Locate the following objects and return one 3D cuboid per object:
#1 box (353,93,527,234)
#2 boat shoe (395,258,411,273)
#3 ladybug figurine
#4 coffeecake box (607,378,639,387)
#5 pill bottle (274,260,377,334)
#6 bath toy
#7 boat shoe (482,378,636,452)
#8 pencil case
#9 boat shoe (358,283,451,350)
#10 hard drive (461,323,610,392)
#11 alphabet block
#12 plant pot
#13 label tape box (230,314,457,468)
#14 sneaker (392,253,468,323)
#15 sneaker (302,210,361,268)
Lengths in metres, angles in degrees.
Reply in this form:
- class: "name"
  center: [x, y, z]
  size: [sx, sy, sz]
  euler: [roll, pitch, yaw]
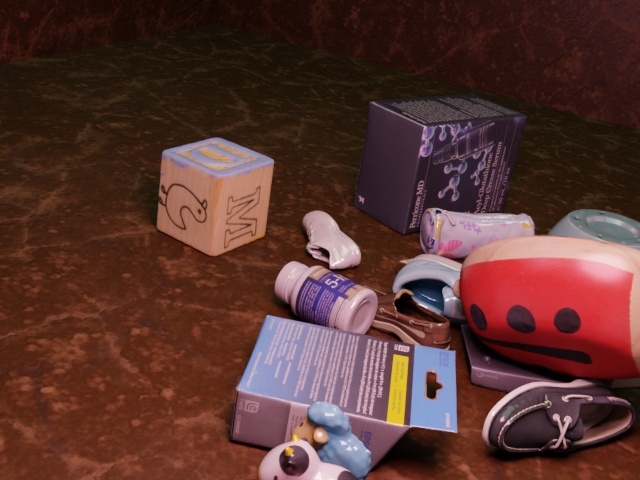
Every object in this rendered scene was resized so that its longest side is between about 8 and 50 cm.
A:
- class: "box"
  center: [0.317, -0.214, 2.165]
  size: [0.395, 0.293, 0.212]
  euler: [-12, 32, -36]
- class: "boat shoe"
  center: [0.234, 0.072, 1.820]
  size: [0.135, 0.050, 0.045]
  euler: [26, 35, 32]
- class: "ladybug figurine"
  center: [0.426, 0.127, 1.396]
  size: [0.449, 0.305, 0.162]
  euler: [3, 54, 39]
- class: "coffeecake box"
  center: [0.638, 0.206, 1.562]
  size: [0.185, 0.142, 0.068]
  euler: [2, 26, -16]
- class: "pill bottle"
  center: [0.007, 0.113, 1.587]
  size: [0.187, 0.112, 0.112]
  euler: [24, 29, 30]
- class: "bath toy"
  center: [-0.029, 0.355, 1.045]
  size: [0.151, 0.129, 0.348]
  euler: [13, 26, 9]
- class: "boat shoe"
  center: [0.398, 0.293, 1.335]
  size: [0.302, 0.114, 0.091]
  euler: [-9, 25, -32]
- class: "pencil case"
  center: [0.377, -0.017, 1.971]
  size: [0.273, 0.124, 0.113]
  euler: [4, 25, -13]
- class: "boat shoe"
  center: [0.158, 0.135, 1.608]
  size: [0.095, 0.095, 0.257]
  euler: [-17, 35, -43]
- class: "hard drive"
  center: [0.395, 0.231, 1.534]
  size: [0.255, 0.054, 0.172]
  euler: [8, 25, -2]
- class: "alphabet block"
  center: [-0.241, -0.105, 1.865]
  size: [0.192, 0.197, 0.193]
  euler: [24, 29, 31]
- class: "plant pot"
  center: [0.582, 0.074, 1.715]
  size: [0.293, 0.235, 0.293]
  euler: [8, 25, -4]
- class: "label tape box"
  center: [0.045, 0.248, 1.319]
  size: [0.334, 0.106, 0.240]
  euler: [11, 25, 4]
- class: "sneaker"
  center: [0.314, 0.131, 1.645]
  size: [0.366, 0.135, 0.150]
  euler: [11, 26, 29]
- class: "sneaker"
  center: [0.000, 0.000, 1.876]
  size: [0.094, 0.080, 0.212]
  euler: [-19, 36, -25]
